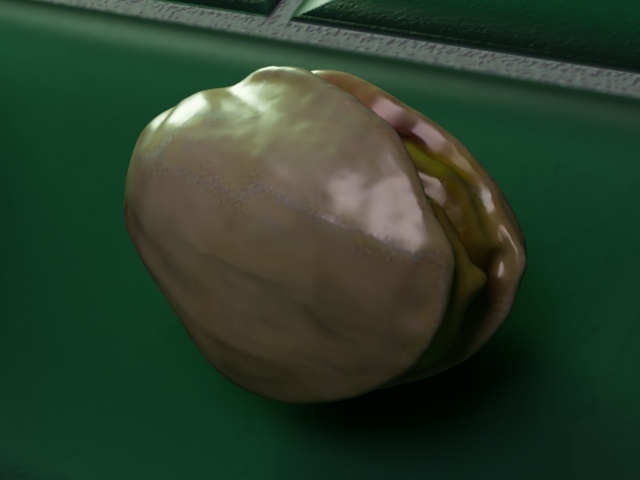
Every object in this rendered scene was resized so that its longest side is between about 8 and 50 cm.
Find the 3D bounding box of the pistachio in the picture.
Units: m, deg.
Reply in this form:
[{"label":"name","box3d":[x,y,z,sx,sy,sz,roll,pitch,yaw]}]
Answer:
[{"label":"pistachio","box3d":[0.000,0.000,0.671,0.200,0.117,0.145,26,106,34]}]
